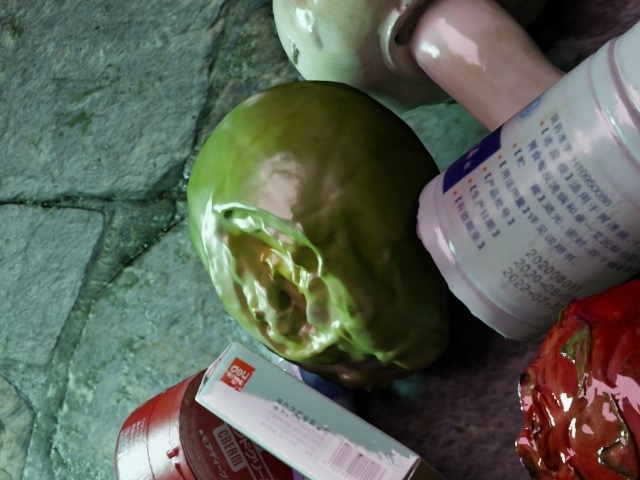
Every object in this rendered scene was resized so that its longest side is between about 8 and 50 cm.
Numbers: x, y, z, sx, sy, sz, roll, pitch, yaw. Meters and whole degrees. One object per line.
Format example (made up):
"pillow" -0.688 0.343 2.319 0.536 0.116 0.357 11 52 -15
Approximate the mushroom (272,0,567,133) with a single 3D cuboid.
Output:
"mushroom" 0.132 -0.263 1.784 0.315 0.356 0.315 -158 90 -87

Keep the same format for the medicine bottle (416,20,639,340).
"medicine bottle" 0.268 -0.066 1.550 0.332 0.190 0.190 -38 44 31

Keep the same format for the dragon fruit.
"dragon fruit" 0.285 0.142 1.371 0.252 0.241 0.241 -4 67 45

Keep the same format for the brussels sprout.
"brussels sprout" 0.000 0.000 1.720 0.268 0.344 0.344 -11 55 11

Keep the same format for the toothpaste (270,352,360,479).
"toothpaste" 0.016 0.247 1.792 0.125 0.080 0.371 -35 53 28

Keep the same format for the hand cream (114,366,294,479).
"hand cream" -0.122 0.244 1.851 0.125 0.193 0.193 -29 49 37

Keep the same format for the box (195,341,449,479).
"box" 0.008 0.208 1.691 0.269 0.135 0.079 29 81 34

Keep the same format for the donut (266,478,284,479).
"donut" -0.044 0.385 1.575 0.317 0.299 0.150 -64 27 13
